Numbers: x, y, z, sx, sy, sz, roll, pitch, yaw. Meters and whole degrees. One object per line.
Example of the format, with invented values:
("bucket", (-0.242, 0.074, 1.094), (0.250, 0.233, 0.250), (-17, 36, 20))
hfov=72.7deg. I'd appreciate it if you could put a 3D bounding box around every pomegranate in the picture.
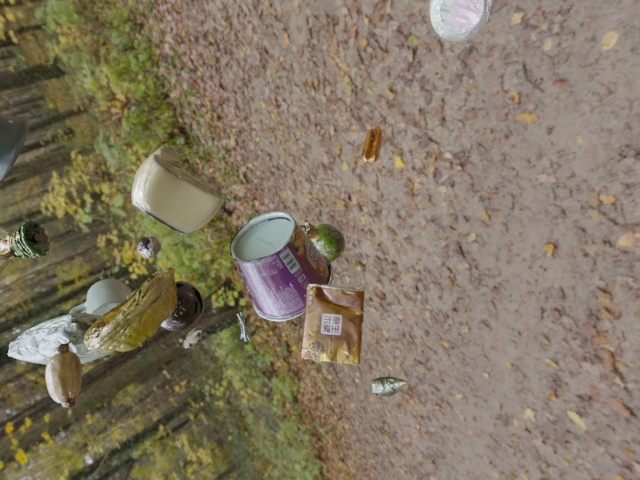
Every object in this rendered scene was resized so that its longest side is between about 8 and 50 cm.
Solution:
("pomegranate", (0.011, 0.011, 2.405), (0.231, 0.231, 0.286), (47, -165, 28))

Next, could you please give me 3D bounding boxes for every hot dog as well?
("hot dog", (0.168, -0.307, 1.413), (0.062, 0.144, 0.038), (2, 152, 21))

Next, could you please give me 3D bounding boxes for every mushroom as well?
("mushroom", (-0.455, 0.346, 1.546), (0.049, 0.101, 0.019), (32, -167, -39))

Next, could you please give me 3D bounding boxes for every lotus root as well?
("lotus root", (-0.590, 0.307, 1.002), (0.062, 0.073, 0.150), (-13, 83, 43))

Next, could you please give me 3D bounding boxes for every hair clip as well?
("hair clip", (-0.314, 0.345, 1.739), (0.039, 0.030, 0.115), (-12, 91, 28))

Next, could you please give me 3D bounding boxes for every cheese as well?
("cheese", (-0.442, -0.150, 1.353), (0.266, 0.233, 0.127), (34, -175, -38))

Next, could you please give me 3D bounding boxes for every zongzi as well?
("zongzi", (0.251, 0.464, 1.388), (0.130, 0.154, 0.062), (-22, 60, 29))

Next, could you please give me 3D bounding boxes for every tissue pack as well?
("tissue pack", (0.039, 0.249, 1.322), (0.092, 0.183, 0.226), (34, -119, -85))

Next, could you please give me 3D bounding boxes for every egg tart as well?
("egg tart", (-0.402, 0.159, 0.960), (0.231, 0.252, 0.098), (-28, 109, 27))

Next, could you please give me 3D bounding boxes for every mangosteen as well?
("mangosteen", (-0.424, 0.195, 1.293), (0.152, 0.152, 0.152), (44, 151, 33))

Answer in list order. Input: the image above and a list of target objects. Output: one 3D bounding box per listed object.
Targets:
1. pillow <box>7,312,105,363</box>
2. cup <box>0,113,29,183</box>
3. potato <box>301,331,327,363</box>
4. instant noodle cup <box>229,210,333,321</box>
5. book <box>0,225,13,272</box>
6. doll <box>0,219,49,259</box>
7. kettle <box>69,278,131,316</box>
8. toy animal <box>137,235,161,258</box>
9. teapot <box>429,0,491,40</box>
("pillow", (-0.805, 0.331, 1.452), (0.283, 0.309, 0.138), (34, -143, -58))
("cup", (-0.718, -0.204, 0.874), (0.199, 0.199, 0.150), (37, -178, 42))
("potato", (0.013, 0.388, 1.755), (0.173, 0.210, 0.307), (29, -179, 2))
("instant noodle cup", (-0.156, 0.073, 1.546), (0.340, 0.340, 0.266), (30, 156, 49))
("book", (-0.908, 0.006, 1.112), (0.230, 0.161, 0.026), (32, 166, -3))
("doll", (-0.613, 0.017, 0.890), (0.077, 0.113, 0.078), (55, -169, -29))
("kettle", (-0.988, 0.338, 2.001), (0.205, 0.265, 0.318), (43, 174, -33))
("toy animal", (-0.735, 0.024, 1.867), (0.098, 0.098, 0.137), (68, 168, -15))
("teapot", (0.383, -0.702, 1.240), (0.178, 0.163, 0.222), (-82, -27, -52))
